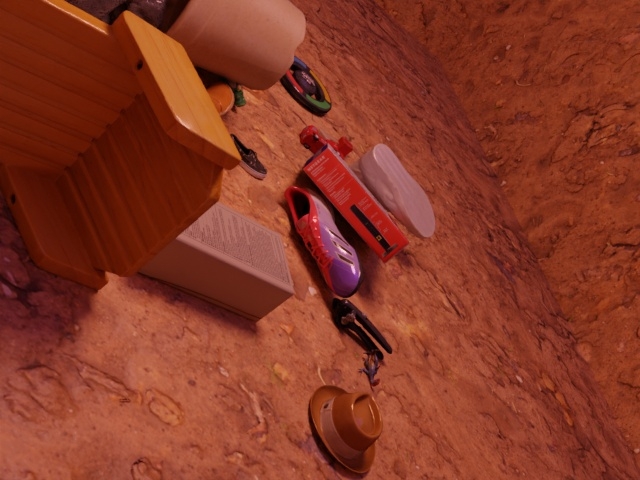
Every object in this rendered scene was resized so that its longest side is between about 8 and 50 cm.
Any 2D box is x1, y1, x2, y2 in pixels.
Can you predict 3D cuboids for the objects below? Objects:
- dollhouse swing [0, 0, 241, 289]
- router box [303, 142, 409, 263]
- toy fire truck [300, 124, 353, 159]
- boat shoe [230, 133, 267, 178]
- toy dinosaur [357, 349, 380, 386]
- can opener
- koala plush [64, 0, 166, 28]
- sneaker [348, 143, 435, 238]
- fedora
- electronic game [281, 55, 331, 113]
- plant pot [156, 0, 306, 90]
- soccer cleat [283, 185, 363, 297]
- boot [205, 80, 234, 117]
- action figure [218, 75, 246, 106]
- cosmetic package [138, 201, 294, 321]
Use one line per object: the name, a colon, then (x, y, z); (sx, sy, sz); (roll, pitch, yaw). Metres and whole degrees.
dollhouse swing: (-0.371, -0.136, 1.167); (0.305, 0.347, 0.315); (5, 52, -59)
router box: (0.085, -0.104, 2.098); (0.301, 0.082, 0.335); (49, 6, -7)
toy fire truck: (0.018, -0.280, 2.377); (0.192, 0.047, 0.135); (35, 29, -31)
boat shoe: (-0.174, -0.198, 1.950); (0.142, 0.040, 0.049); (38, 28, -28)
toy dinosaur: (0.120, 0.283, 1.819); (0.090, 0.047, 0.082); (28, 51, -60)
can opener: (0.098, 0.198, 1.867); (0.186, 0.059, 0.073); (45, 25, -15)
koala plush: (-0.438, -0.537, 1.804); (0.196, 0.203, 0.221); (35, 18, -33)
sneaker: (0.191, -0.116, 2.317); (0.108, 0.169, 0.293); (-36, 95, -41)
fedora: (0.065, 0.347, 1.590); (0.194, 0.079, 0.194); (40, 27, -25)
electronic game: (-0.049, -0.484, 2.533); (0.229, 0.048, 0.229); (40, 28, -26)
plant pot: (-0.214, -0.513, 1.915); (0.305, 0.334, 0.334); (25, 35, -33)
soccer cleat: (0.000, 0.000, 1.911); (0.116, 0.108, 0.318); (26, 31, -44)
boot: (-0.303, -0.318, 1.820); (0.211, 0.104, 0.295); (34, 31, -29)
action figure: (-0.232, -0.435, 2.129); (0.137, 0.063, 0.232); (56, 15, -63)
cosmetic package: (-0.202, 0.018, 1.532); (0.309, 0.113, 0.160); (29, 34, -40)
